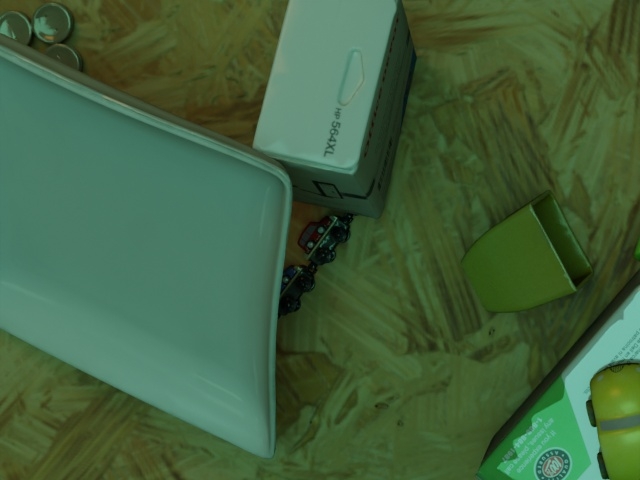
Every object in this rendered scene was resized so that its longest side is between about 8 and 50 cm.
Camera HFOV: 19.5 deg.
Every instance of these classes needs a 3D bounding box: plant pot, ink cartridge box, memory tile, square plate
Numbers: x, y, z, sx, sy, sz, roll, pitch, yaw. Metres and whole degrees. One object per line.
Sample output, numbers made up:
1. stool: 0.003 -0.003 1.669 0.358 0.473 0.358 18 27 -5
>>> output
1. plant pot: 0.165 0.017 1.538 0.083 0.081 0.081 -28 90 21
2. ink cartridge box: 0.016 -0.111 1.473 0.086 0.203 0.148 12 82 9
3. ink cartridge box: 0.305 0.195 1.504 0.289 0.121 0.211 41 101 4
4. memory tile: -0.258 -0.130 1.631 0.113 0.012 0.148 -11 94 11
5. square plate: -0.170 -0.007 1.501 0.344 0.049 0.347 24 140 17

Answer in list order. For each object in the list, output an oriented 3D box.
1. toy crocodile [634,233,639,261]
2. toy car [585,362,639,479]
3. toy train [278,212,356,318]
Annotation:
1. toy crocodile: 0.423 0.026 1.484 0.340 0.105 0.115 10 69 10
2. toy car: 0.245 0.243 1.430 0.239 0.053 0.225 44 102 4
3. toy train: 0.000 0.000 1.589 0.036 0.027 0.158 37 99 8
